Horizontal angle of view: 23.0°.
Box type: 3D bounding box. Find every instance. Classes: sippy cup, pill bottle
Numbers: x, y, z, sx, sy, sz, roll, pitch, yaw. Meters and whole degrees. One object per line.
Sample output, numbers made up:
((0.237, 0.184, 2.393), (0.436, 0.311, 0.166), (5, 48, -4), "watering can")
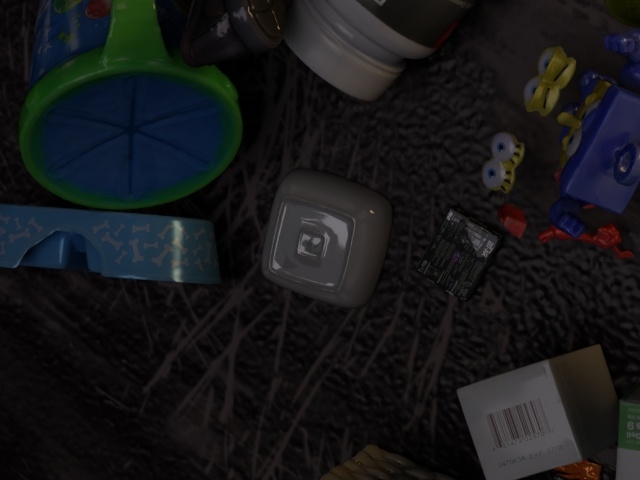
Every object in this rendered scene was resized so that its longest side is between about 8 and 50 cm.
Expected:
((-0.212, -0.189, 1.691), (0.305, 0.240, 0.224), (-38, 48, 32), "sippy cup")
((0.094, -0.288, 1.591), (0.161, 0.161, 0.283), (45, 113, 11), "pill bottle")

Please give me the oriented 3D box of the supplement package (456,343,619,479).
((0.228, 0.175, 1.593), (0.105, 0.179, 0.105), (-22, 82, 25), "supplement package")

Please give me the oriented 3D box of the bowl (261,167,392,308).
((0.000, 0.000, 1.739), (0.142, 0.053, 0.142), (19, 104, 19), "bowl")

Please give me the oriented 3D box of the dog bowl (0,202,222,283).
((-0.251, 0.003, 1.795), (0.297, 0.166, 0.074), (4, 89, 23), "dog bowl")

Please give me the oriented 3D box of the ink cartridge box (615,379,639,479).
((0.350, 0.247, 1.569), (0.093, 0.154, 0.212), (3, 100, 23), "ink cartridge box")

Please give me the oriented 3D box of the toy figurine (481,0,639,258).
((0.305, -0.114, 1.466), (0.191, 0.217, 0.362), (26, 110, -8), "toy figurine")

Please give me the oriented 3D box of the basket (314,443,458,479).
((0.098, 0.416, 1.614), (0.331, 0.328, 0.266), (23, 105, 19), "basket")

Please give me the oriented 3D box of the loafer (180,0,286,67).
((-0.089, -0.280, 1.608), (0.095, 0.302, 0.109), (-23, 123, 20), "loafer")

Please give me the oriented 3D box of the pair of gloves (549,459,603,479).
((0.261, 0.265, 1.690), (0.074, 0.010, 0.083), (17, 106, 20), "pair of gloves")

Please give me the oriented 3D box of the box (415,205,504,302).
((0.150, 0.014, 1.693), (0.067, 0.018, 0.083), (32, 109, 16), "box")
